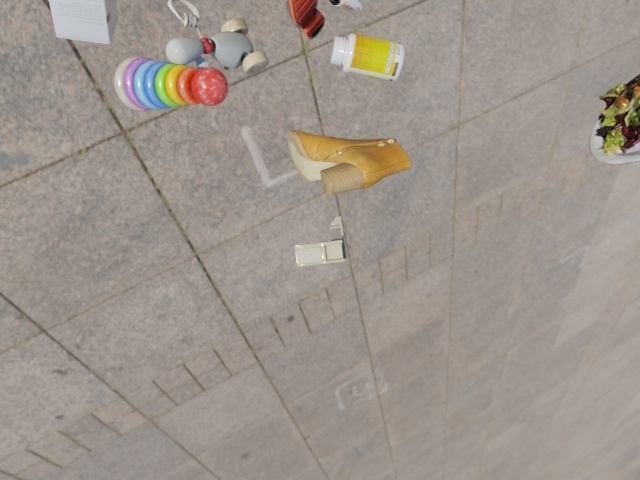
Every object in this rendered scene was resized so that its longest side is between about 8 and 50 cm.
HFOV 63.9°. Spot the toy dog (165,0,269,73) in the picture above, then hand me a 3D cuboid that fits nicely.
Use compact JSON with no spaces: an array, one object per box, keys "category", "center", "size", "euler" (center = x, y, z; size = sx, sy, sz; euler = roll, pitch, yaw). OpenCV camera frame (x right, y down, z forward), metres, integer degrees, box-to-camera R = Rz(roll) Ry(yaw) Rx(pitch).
[{"category":"toy dog","center":[-0.321,-0.546,1.510],"size":[0.334,0.220,0.161],"euler":[0,159,-42]}]

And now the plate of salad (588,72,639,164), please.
[{"category":"plate of salad","center":[0.373,-0.164,0.548],"size":[0.048,0.200,0.200],"euler":[38,108,-13]}]

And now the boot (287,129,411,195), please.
[{"category":"boot","center":[0.061,-0.203,1.201],"size":[0.211,0.295,0.104],"euler":[-20,129,-18]}]

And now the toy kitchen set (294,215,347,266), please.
[{"category":"toy kitchen set","center":[0.000,0.000,0.806],"size":[0.075,0.068,0.083],"euler":[-7,-178,4]}]

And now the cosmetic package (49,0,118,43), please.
[{"category":"cosmetic package","center":[-0.678,-0.693,1.471],"size":[0.152,0.151,0.183],"euler":[3,140,-11]}]

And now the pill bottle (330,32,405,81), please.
[{"category":"pill bottle","center":[0.143,-0.566,1.579],"size":[0.215,0.117,0.117],"euler":[9,131,-6]}]

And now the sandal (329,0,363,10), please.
[{"category":"sandal","center":[0.047,-0.805,1.645],"size":[0.076,0.102,0.265],"euler":[-36,159,23]}]

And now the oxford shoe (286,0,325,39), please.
[{"category":"oxford shoe","center":[-0.063,-0.641,1.394],"size":[0.097,0.098,0.271],"euler":[-48,172,2]}]

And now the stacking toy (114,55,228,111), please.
[{"category":"stacking toy","center":[-0.364,-0.386,1.278],"size":[0.141,0.330,0.141],"euler":[-22,119,-49]}]
